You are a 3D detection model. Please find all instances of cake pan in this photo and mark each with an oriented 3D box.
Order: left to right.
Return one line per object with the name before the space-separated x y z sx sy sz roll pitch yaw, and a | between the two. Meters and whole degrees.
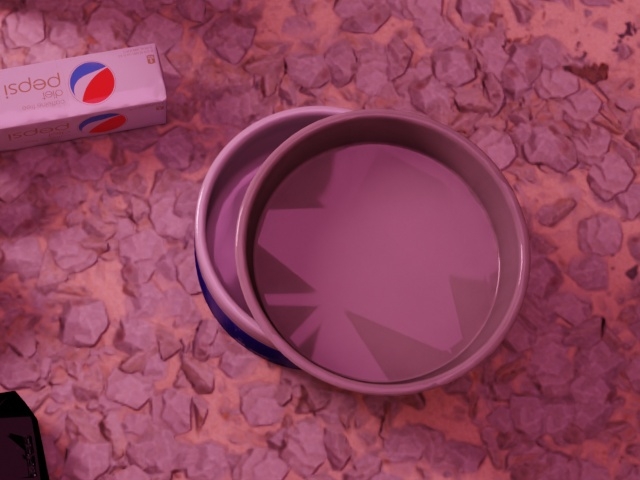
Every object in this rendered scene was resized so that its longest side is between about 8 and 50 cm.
cake pan | 0.060 0.015 1.681 0.293 0.054 0.293 2 73 -6

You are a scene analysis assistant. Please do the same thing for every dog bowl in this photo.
dog bowl | 0.000 0.000 1.763 0.265 0.104 0.264 2 73 -5

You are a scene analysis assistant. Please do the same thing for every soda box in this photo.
soda box | -0.273 -0.148 1.793 0.216 0.074 0.069 -11 75 -9

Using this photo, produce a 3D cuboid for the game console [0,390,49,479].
game console | -0.445 0.280 1.664 0.361 0.044 0.213 -10 75 -8
